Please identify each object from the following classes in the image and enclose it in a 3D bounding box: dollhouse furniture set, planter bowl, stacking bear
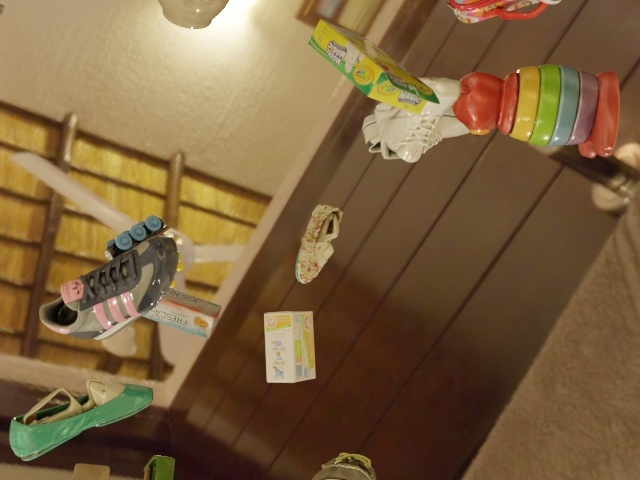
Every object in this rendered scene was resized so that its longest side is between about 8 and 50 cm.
[{"bbox_3d":[-0.415,0.522,1.501,0.198,0.301,0.151,11,-123,-20],"label":"dollhouse furniture set"},{"bbox_3d":[-0.244,-0.470,1.478,0.162,0.109,0.162,12,-140,-10],"label":"planter bowl"},{"bbox_3d":[0.393,-0.251,1.473,0.289,0.164,0.175,6,-175,4],"label":"stacking bear"}]

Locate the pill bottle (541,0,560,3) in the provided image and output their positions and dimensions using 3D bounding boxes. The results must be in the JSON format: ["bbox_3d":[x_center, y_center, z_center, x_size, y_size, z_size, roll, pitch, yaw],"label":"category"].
[{"bbox_3d":[0.384,-0.443,1.247,0.065,0.116,0.065,11,-130,-13],"label":"pill bottle"}]

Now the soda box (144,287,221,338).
[{"bbox_3d":[-0.314,0.151,1.712,0.183,0.062,0.058,19,-155,3],"label":"soda box"}]

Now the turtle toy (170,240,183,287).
[{"bbox_3d":[-0.405,0.057,2.038,0.066,0.130,0.095,19,-171,-38],"label":"turtle toy"}]

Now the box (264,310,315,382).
[{"bbox_3d":[-0.090,0.310,2.300,0.103,0.203,0.114,-6,175,33],"label":"box"}]

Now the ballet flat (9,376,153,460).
[{"bbox_3d":[-0.402,0.281,1.318,0.247,0.087,0.083,-22,-160,-26],"label":"ballet flat"}]

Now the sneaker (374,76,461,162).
[{"bbox_3d":[0.160,-0.187,1.256,0.091,0.115,0.232,3,170,-15],"label":"sneaker"}]

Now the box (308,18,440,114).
[{"bbox_3d":[0.072,-0.225,1.037,0.105,0.043,0.179,10,-152,-42],"label":"box"}]

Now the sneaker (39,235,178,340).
[{"bbox_3d":[-0.378,0.089,1.383,0.131,0.319,0.112,14,-132,-43],"label":"sneaker"}]

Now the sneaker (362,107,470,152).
[{"bbox_3d":[0.225,-0.238,1.768,0.094,0.258,0.091,66,-159,-65],"label":"sneaker"}]

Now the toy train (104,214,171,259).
[{"bbox_3d":[-0.443,0.014,1.922,0.184,0.080,0.105,-39,-79,-42],"label":"toy train"}]

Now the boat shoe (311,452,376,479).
[{"bbox_3d":[0.043,0.414,1.342,0.109,0.091,0.305,14,156,8],"label":"boat shoe"}]

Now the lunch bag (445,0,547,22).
[{"bbox_3d":[0.397,-0.583,1.642,0.120,0.293,0.258,23,-127,-68],"label":"lunch bag"}]

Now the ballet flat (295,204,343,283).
[{"bbox_3d":[0.000,0.000,1.909,0.091,0.077,0.240,59,-145,-42],"label":"ballet flat"}]

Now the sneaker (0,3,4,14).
[{"bbox_3d":[-0.542,-0.373,1.199,0.115,0.105,0.281,7,-119,-13],"label":"sneaker"}]
